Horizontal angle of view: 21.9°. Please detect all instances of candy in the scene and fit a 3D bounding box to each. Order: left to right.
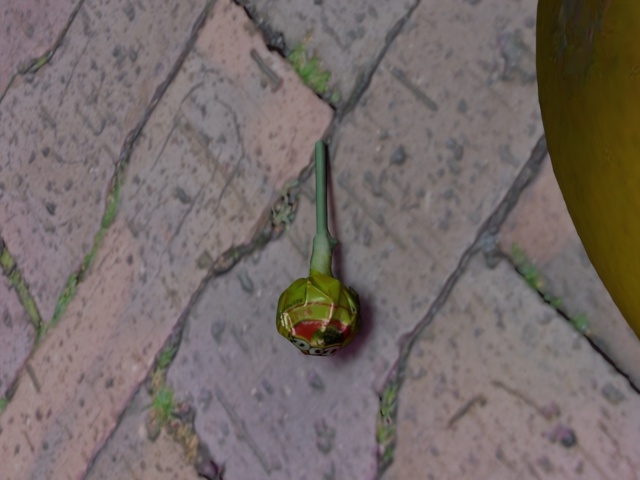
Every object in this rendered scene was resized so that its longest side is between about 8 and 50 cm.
[{"bbox_3d":[0.000,0.000,1.216,0.058,0.062,0.194,88,-178,-52],"label":"candy"}]

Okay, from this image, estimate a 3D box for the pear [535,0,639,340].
[{"bbox_3d":[0.206,-0.087,0.795,0.340,0.191,0.387,138,133,-72],"label":"pear"}]
